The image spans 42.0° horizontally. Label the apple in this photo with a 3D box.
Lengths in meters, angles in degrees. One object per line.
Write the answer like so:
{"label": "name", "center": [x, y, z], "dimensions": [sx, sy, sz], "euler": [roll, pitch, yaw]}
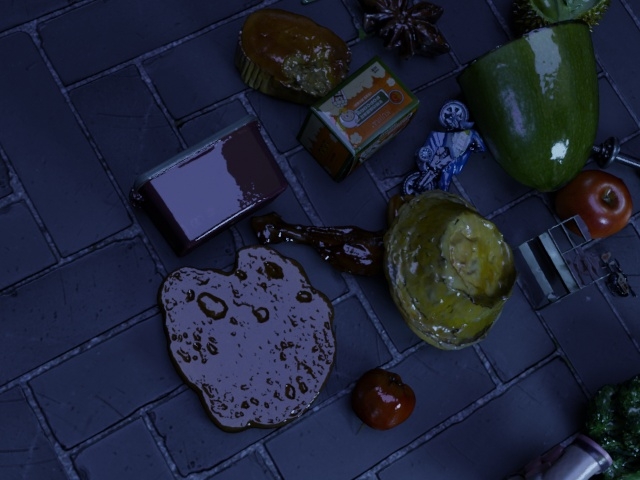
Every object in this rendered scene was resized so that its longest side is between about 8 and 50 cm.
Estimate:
{"label": "apple", "center": [0.607, -0.080, 1.846], "dimensions": [0.164, 0.139, 0.163], "euler": [1, 87, -12]}

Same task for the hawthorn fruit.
{"label": "hawthorn fruit", "center": [0.119, 0.319, 1.647], "dimensions": [0.125, 0.125, 0.140], "euler": [40, 69, 1]}

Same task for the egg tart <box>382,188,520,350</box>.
{"label": "egg tart", "center": [0.284, 0.047, 1.702], "dimensions": [0.345, 0.132, 0.345], "euler": [13, 67, -31]}

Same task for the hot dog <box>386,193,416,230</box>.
{"label": "hot dog", "center": [0.190, 0.022, 1.771], "dimensions": [0.100, 0.068, 0.249], "euler": [-3, 78, -26]}

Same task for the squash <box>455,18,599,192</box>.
{"label": "squash", "center": [0.487, -0.268, 1.796], "dimensions": [0.310, 0.310, 0.308], "euler": [-17, 81, -16]}

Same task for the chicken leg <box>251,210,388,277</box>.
{"label": "chicken leg", "center": [0.000, 0.000, 1.735], "dimensions": [0.305, 0.093, 0.113], "euler": [15, 55, 1]}

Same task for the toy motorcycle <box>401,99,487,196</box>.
{"label": "toy motorcycle", "center": [0.276, -0.174, 1.820], "dimensions": [0.136, 0.092, 0.254], "euler": [28, 92, 0]}

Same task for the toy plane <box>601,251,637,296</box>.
{"label": "toy plane", "center": [0.666, 0.083, 1.875], "dimensions": [0.049, 0.031, 0.120], "euler": [-29, 85, -23]}

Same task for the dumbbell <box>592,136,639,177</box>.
{"label": "dumbbell", "center": [0.717, -0.184, 1.933], "dimensions": [0.254, 0.081, 0.081], "euler": [19, 72, -5]}

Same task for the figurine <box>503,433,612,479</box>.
{"label": "figurine", "center": [0.522, 0.570, 1.606], "dimensions": [0.361, 0.253, 0.211], "euler": [42, 51, -4]}

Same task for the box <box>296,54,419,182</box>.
{"label": "box", "center": [0.078, -0.251, 1.763], "dimensions": [0.195, 0.177, 0.148], "euler": [-40, 87, -19]}

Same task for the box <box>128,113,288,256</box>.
{"label": "box", "center": [-0.215, -0.102, 1.658], "dimensions": [0.294, 0.193, 0.167], "euler": [-33, 89, -18]}

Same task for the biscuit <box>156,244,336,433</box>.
{"label": "biscuit", "center": [-0.149, 0.183, 1.653], "dimensions": [0.381, 0.074, 0.359], "euler": [36, 69, 2]}

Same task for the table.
{"label": "table", "center": [0.512, 0.048, 1.804], "dimensions": [0.175, 0.062, 0.146], "euler": [-28, 83, 5]}

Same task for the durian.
{"label": "durian", "center": [0.554, -0.546, 1.948], "dimensions": [0.237, 0.176, 0.200], "euler": [-44, 92, -14]}

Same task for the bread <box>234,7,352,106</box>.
{"label": "bread", "center": [-0.060, -0.395, 1.800], "dimensions": [0.250, 0.133, 0.179], "euler": [27, 67, -5]}

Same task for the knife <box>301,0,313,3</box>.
{"label": "knife", "center": [0.069, -0.626, 1.949], "dimensions": [0.293, 0.020, 0.043], "euler": [-33, 82, -19]}

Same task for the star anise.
{"label": "star anise", "center": [0.182, -0.506, 1.904], "dimensions": [0.214, 0.099, 0.220], "euler": [-10, 72, -29]}

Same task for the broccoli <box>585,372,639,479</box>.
{"label": "broccoli", "center": [0.685, 0.406, 1.678], "dimensions": [0.308, 0.275, 0.307], "euler": [0, 104, 1]}
